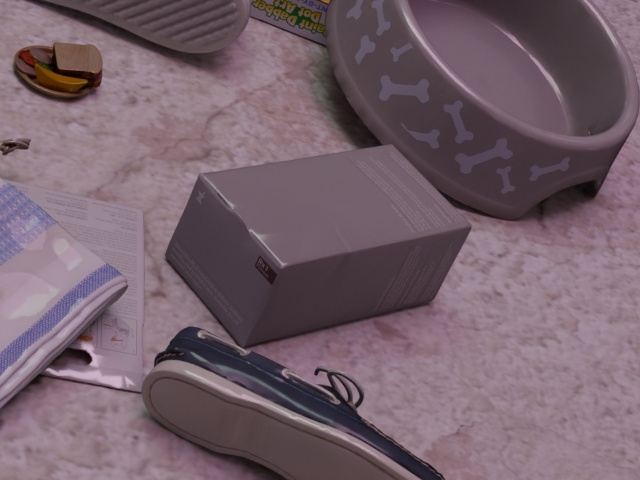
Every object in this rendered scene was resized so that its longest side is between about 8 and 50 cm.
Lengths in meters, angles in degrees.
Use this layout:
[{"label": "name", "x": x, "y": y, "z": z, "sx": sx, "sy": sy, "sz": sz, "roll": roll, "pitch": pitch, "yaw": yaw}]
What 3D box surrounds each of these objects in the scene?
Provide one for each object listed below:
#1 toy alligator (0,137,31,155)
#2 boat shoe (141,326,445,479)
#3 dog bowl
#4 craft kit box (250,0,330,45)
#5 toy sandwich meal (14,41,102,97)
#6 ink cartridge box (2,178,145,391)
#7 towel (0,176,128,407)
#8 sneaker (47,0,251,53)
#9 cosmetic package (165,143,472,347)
[{"label": "toy alligator", "x": -0.319, "y": -0.056, "z": 1.584, "sx": 0.190, "sy": 0.056, "sz": 0.051, "roll": -4, "pitch": 84, "yaw": -37}, {"label": "boat shoe", "x": -0.011, "y": 0.144, "z": 1.484, "sx": 0.254, "sy": 0.095, "sz": 0.079, "roll": 22, "pitch": 44, "yaw": 9}, {"label": "dog bowl", "x": 0.177, "y": -0.184, "z": 1.989, "sx": 0.349, "sy": 0.102, "sz": 0.348, "roll": 21, "pitch": 42, "yaw": -21}, {"label": "craft kit box", "x": -0.021, "y": -0.309, "z": 2.126, "sx": 0.247, "sy": 0.061, "sz": 0.250, "roll": 23, "pitch": 33, "yaw": -9}, {"label": "toy sandwich meal", "x": -0.242, "y": -0.163, "z": 1.796, "sx": 0.086, "sy": 0.029, "sz": 0.085, "roll": 18, "pitch": 34, "yaw": -13}, {"label": "ink cartridge box", "x": -0.213, "y": 0.041, "z": 1.547, "sx": 0.145, "sy": 0.045, "sz": 0.179, "roll": 12, "pitch": 54, "yaw": -21}, {"label": "towel", "x": -0.305, "y": 0.001, "z": 1.467, "sx": 0.285, "sy": 0.034, "sz": 0.209, "roll": 40, "pitch": 47, "yaw": 7}, {"label": "sneaker", "x": -0.236, "y": -0.309, "z": 1.927, "sx": 0.366, "sy": 0.135, "sz": 0.150, "roll": 30, "pitch": 25, "yaw": -10}, {"label": "cosmetic package", "x": 0.000, "y": 0.000, "z": 1.677, "sx": 0.238, "sy": 0.107, "sz": 0.127, "roll": -12, "pitch": 49, "yaw": -40}]
